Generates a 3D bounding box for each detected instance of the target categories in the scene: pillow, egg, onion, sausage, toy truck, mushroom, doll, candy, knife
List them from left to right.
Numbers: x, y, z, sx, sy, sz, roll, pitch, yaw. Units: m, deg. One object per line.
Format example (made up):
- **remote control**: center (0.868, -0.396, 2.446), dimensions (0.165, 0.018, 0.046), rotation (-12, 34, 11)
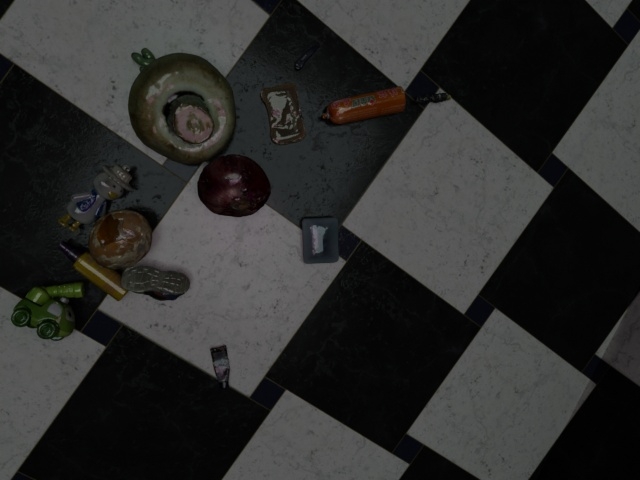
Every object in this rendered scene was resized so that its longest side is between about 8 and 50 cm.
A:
- **toy truck**: center (-0.922, 0.228, 1.523), dimensions (0.187, 0.148, 0.210), rotation (12, 75, -9)
- **doll**: center (-0.749, -0.148, 1.514), dimensions (0.293, 0.119, 0.138), rotation (-45, 146, -2)
- **egg**: center (-0.673, 0.000, 1.508), dimensions (0.233, 0.195, 0.195), rotation (-33, 103, 16)
- **doll**: center (-0.567, -0.582, 1.523), dimensions (0.150, 0.077, 0.115), rotation (50, 48, -2)
- **mushroom**: center (-0.439, -0.415, 1.447), dimensions (0.352, 0.260, 0.352), rotation (-12, 125, -19)
- **onion**: center (-0.298, -0.198, 1.563), dimensions (0.252, 0.219, 0.252), rotation (-6, 138, -6)
- **pillow**: center (-0.131, -0.459, 1.634), dimensions (0.135, 0.034, 0.211), rotation (-16, 102, -10)
- **knife**: center (-0.050, -0.667, 1.630), dimensions (0.121, 0.018, 0.031), rotation (-45, 96, -3)
- **candy**: center (0.000, 0.000, 1.698), dimensions (0.138, 0.071, 0.174), rotation (-3, 97, -10)
- **sausage**: center (0.155, -0.493, 1.655), dimensions (0.312, 0.093, 0.092), rotation (-14, 100, -9)

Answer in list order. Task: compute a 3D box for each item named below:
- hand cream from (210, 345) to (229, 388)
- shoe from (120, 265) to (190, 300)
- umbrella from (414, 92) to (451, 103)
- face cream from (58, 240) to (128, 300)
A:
- **hand cream**: center (-0.377, 0.482, 1.710), dimensions (0.062, 0.039, 0.163), rotation (-8, 93, -8)
- **shoe**: center (-0.586, 0.160, 1.597), dimensions (0.228, 0.125, 0.099), rotation (10, 63, -18)
- **umbrella**: center (0.433, -0.547, 1.728), dimensions (0.144, 0.040, 0.037), rotation (-9, 90, -11)
- **face cream**: center (-0.786, 0.099, 1.557), dimensions (0.273, 0.078, 0.078), rotation (41, 88, -13)
